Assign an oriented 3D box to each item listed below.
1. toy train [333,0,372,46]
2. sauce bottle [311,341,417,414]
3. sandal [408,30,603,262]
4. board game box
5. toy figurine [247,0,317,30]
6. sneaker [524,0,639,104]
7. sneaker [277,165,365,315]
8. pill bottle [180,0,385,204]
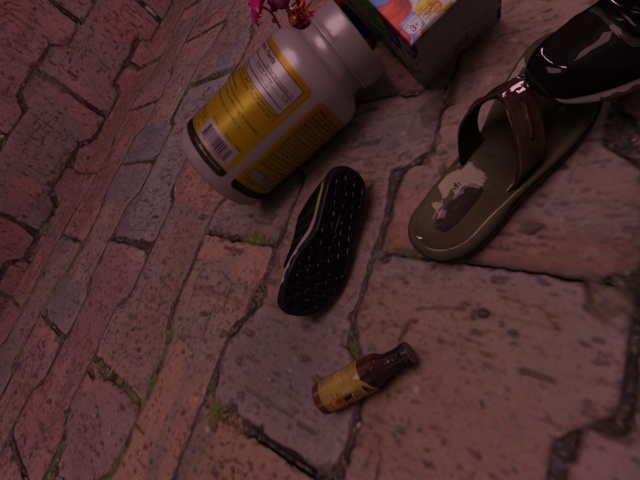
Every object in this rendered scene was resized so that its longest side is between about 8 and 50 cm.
[{"bbox_3d":[0.127,-0.472,0.741,0.248,0.105,0.143,-29,35,26],"label":"toy train"},{"bbox_3d":[0.049,0.156,0.456,0.128,0.042,0.042,-36,46,22],"label":"sauce bottle"},{"bbox_3d":[0.203,-0.110,0.448,0.302,0.086,0.120,-55,43,-1],"label":"sandal"},{"bbox_3d":[0.110,-0.391,0.579,0.144,0.142,0.275,-41,74,16],"label":"board game box"},{"bbox_3d":[-0.077,-0.493,0.883,0.173,0.159,0.130,-23,52,29],"label":"toy figurine"},{"bbox_3d":[0.319,-0.235,0.346,0.283,0.124,0.107,-26,57,10],"label":"sneaker"},{"bbox_3d":[0.000,0.000,0.590,0.234,0.084,0.097,-66,20,-13],"label":"sneaker"},{"bbox_3d":[-0.063,-0.229,0.688,0.334,0.188,0.187,-37,46,18],"label":"pill bottle"}]
